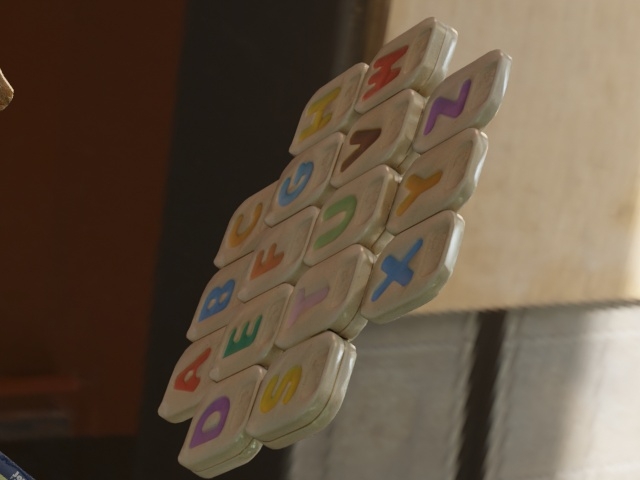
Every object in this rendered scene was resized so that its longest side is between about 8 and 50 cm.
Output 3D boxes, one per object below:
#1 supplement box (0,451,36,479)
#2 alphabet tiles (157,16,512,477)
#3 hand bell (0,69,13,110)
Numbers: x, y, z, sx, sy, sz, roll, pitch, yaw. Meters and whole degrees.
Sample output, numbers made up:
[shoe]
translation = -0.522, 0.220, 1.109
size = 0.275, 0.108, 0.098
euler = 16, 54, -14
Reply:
[supplement box]
translation = -0.174, 0.150, 0.911
size = 0.056, 0.083, 0.083
euler = 41, 65, -10
[alphabet tiles]
translation = 0.000, 0.000, 1.097
size = 0.021, 0.278, 0.284
euler = 33, 55, -22
[hand bell]
translation = -0.245, -0.138, 0.998
size = 0.126, 0.126, 0.242
euler = -58, 137, -13
